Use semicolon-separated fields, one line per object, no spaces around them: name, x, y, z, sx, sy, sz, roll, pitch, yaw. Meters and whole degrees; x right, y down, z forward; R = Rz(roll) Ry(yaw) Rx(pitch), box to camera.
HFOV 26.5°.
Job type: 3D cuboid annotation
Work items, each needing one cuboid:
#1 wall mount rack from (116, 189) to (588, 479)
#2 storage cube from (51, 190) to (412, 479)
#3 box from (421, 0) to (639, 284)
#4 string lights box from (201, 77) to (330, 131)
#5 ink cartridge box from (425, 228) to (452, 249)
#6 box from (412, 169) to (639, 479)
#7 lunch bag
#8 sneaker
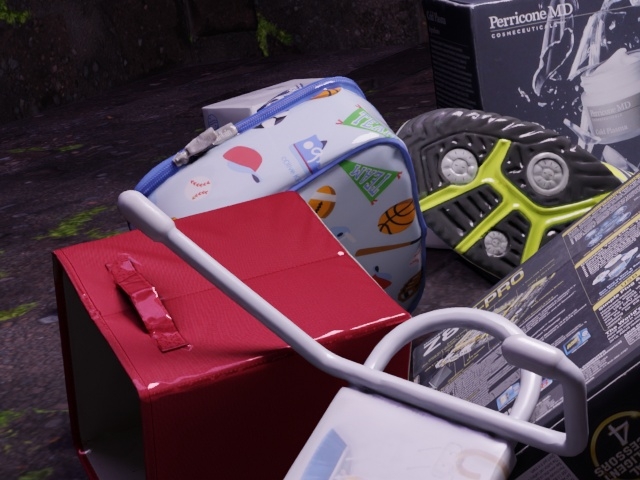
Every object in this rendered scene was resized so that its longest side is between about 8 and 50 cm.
wall mount rack;-0.032;0.123;0.755;0.304;0.130;0.350;17;55;27
storage cube;-0.065;0.104;0.963;0.193;0.215;0.183;-16;37;-22
box;0.314;-0.144;1.511;0.343;0.312;0.179;-12;15;-10
string lights box;-0.025;-0.022;1.363;0.077;0.259;0.133;5;21;45
ink cartridge box;0.189;-0.052;1.678;0.090;0.092;0.143;4;18;44
box;0.237;0.039;0.933;0.395;0.097;0.318;-40;12;12
lunch bag;-0.035;0.010;1.149;0.243;0.303;0.115;-30;56;-10
sneaker;0.233;-0.011;1.264;0.385;0.145;0.147;22;-2;-10
